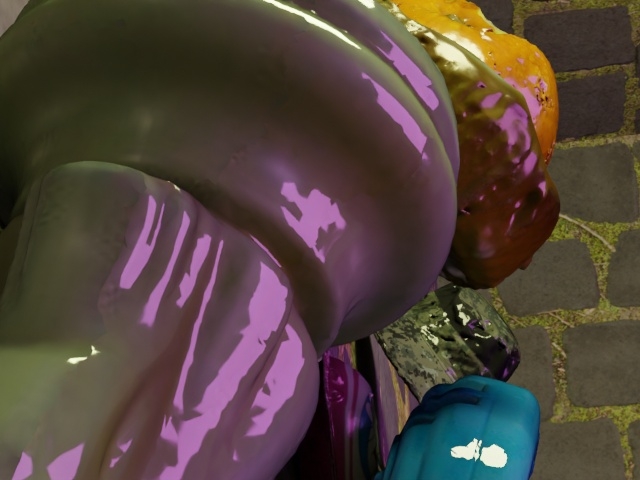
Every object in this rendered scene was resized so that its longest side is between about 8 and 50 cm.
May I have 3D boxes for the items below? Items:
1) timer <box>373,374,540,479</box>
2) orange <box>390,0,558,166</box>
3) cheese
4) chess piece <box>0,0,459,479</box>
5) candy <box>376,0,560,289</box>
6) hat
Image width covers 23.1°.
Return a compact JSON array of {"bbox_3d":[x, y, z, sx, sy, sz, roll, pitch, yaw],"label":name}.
[{"bbox_3d":[0.084,0.262,1.189,0.340,0.115,0.309,-22,127,-79],"label":"timer"},{"bbox_3d":[0.101,-0.116,1.470,0.240,0.240,0.240,-6,90,-83],"label":"orange"},{"bbox_3d":[0.019,0.187,1.266,0.155,0.062,0.244,-91,174,-50],"label":"cheese"},{"bbox_3d":[-0.062,0.060,0.468,0.175,0.176,0.298,77,23,-46],"label":"chess piece"},{"bbox_3d":[0.068,-0.078,1.180,0.260,0.118,0.260,48,-7,8],"label":"candy"},{"bbox_3d":[0.154,0.124,1.798,0.265,0.128,0.265,52,5,-7],"label":"hat"}]
